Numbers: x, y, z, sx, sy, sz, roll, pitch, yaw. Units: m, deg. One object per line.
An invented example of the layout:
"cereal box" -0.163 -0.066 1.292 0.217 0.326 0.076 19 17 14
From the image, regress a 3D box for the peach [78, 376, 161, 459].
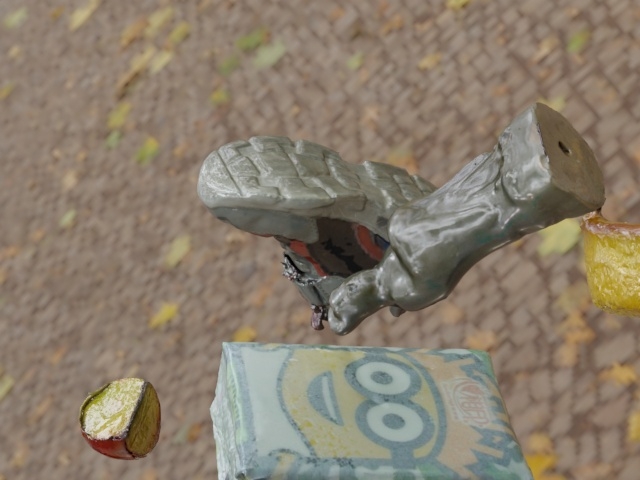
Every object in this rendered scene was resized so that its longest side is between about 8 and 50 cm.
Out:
"peach" -0.169 0.161 1.445 0.077 0.050 0.083 -30 28 -19

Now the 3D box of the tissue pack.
"tissue pack" 0.048 0.216 1.744 0.228 0.310 0.128 -103 20 -54

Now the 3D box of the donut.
"donut" 0.372 0.022 1.604 0.253 0.253 0.118 -2 84 54

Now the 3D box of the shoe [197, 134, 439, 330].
"shoe" 0.000 0.000 1.251 0.125 0.227 0.099 -65 29 26

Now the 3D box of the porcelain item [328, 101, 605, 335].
"porcelain item" 0.084 -0.004 1.109 0.215 0.069 0.081 -35 44 29
